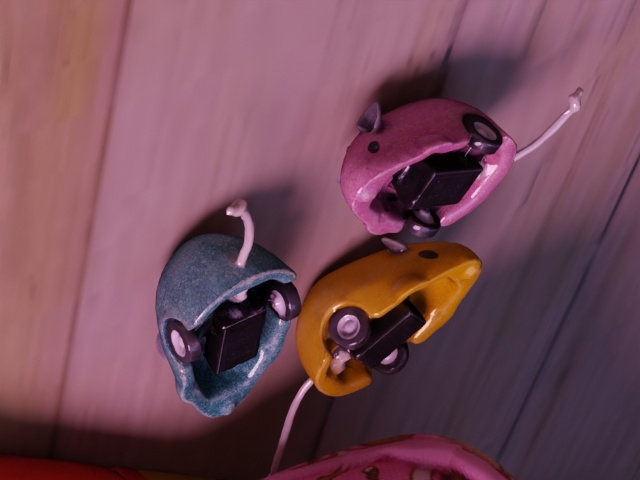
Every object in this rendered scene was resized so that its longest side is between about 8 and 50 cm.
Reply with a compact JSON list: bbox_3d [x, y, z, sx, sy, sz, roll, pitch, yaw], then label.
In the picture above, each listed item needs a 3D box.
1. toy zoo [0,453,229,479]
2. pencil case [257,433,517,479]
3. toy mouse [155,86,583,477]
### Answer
[{"bbox_3d":[-0.105,0.157,0.630,0.192,0.030,0.293,-59,149,9],"label":"toy zoo"},{"bbox_3d":[0.050,0.238,0.662,0.160,0.167,0.386,-24,128,-1],"label":"pencil case"},{"bbox_3d":[0.000,0.000,0.560,0.161,0.031,0.143,-44,152,12],"label":"toy mouse"}]
